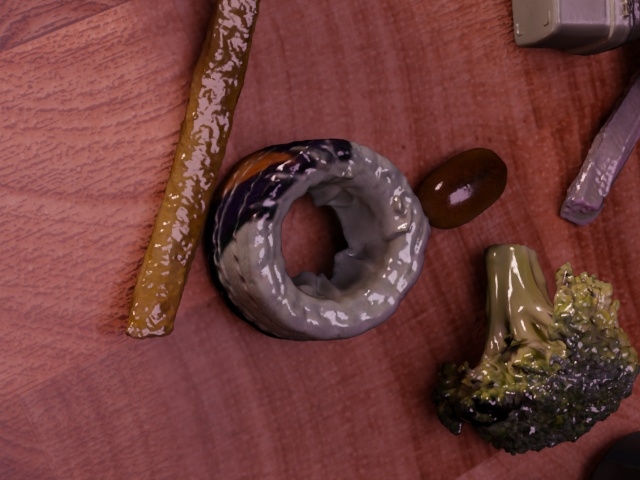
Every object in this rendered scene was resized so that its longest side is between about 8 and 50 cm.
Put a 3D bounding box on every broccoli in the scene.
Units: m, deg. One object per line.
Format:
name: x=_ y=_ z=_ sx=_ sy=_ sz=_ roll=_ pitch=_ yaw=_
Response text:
broccoli: x=0.239 y=0.118 z=1.693 sx=0.246 sy=0.263 sz=0.243 roll=-13 pitch=64 yaw=4

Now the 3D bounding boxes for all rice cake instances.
rice cake: x=0.381 y=-0.136 z=1.835 sx=0.055 sy=0.049 sz=0.270 roll=31 pitch=75 yaw=0

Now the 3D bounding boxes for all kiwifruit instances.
kiwifruit: x=0.168 y=-0.062 z=1.717 sx=0.124 sy=0.075 sz=0.075 roll=-31 pitch=103 yaw=-19

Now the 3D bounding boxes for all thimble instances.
thimble: x=0.000 y=0.000 z=1.591 sx=0.237 sy=0.150 sz=0.237 roll=0 pitch=89 yaw=-28

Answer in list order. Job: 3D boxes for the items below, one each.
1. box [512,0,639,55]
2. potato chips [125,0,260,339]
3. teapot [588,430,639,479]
box: x=0.308 y=-0.331 z=1.751 sx=0.129 sy=0.148 sz=0.210 roll=-2 pitch=88 yaw=-18
potato chips: x=-0.134 y=-0.087 z=1.567 sx=0.057 sy=0.080 sz=0.407 roll=16 pitch=84 yaw=-9
teapot: x=0.435 y=0.314 z=1.757 sx=0.203 sy=0.225 sz=0.171 roll=38 pitch=73 yaw=-21
